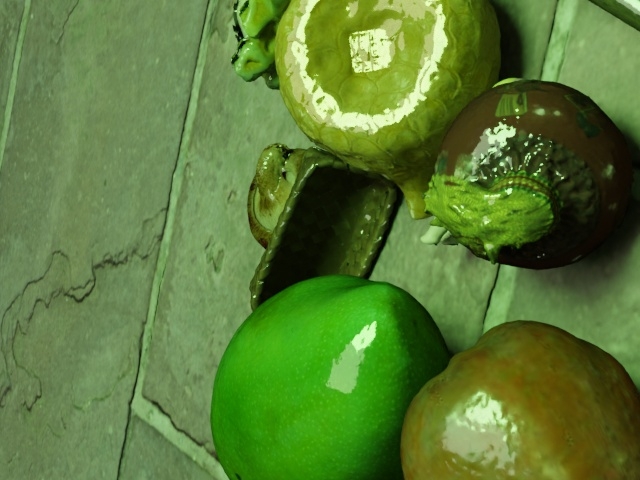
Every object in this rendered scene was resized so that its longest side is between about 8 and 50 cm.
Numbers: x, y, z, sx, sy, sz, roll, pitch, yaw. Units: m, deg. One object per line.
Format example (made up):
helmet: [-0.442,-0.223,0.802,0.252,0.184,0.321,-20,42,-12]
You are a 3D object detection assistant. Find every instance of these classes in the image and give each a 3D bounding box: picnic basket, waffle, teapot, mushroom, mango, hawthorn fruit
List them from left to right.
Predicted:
mushroom: [-0.035,-0.041,1.512,0.127,0.087,0.127,-26,59,54]
picnic basket: [0.000,0.000,1.437,0.055,0.110,0.193,-113,42,-60]
waffle: [0.011,-0.244,1.381,0.054,0.204,0.223,25,113,37]
mango: [0.014,0.133,1.261,0.382,0.201,0.225,126,169,-67]
teapot: [0.071,-0.174,1.313,0.203,0.167,0.311,-8,83,22]
hawthorn fruit: [0.176,0.185,1.056,0.251,0.199,0.199,55,130,29]

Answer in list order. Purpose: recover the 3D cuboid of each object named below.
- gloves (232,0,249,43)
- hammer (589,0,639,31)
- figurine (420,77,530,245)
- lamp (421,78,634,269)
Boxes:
gloves: [-0.045,-0.361,1.545,0.210,0.135,0.312,-61,35,41]
hammer: [0.151,-0.254,1.166,0.440,0.044,0.168,39,95,31]
figurine: [0.154,-0.064,1.243,0.187,0.083,0.083,-58,40,25]
lamp: [0.166,-0.046,1.133,0.135,0.156,0.157,-49,-20,-67]
